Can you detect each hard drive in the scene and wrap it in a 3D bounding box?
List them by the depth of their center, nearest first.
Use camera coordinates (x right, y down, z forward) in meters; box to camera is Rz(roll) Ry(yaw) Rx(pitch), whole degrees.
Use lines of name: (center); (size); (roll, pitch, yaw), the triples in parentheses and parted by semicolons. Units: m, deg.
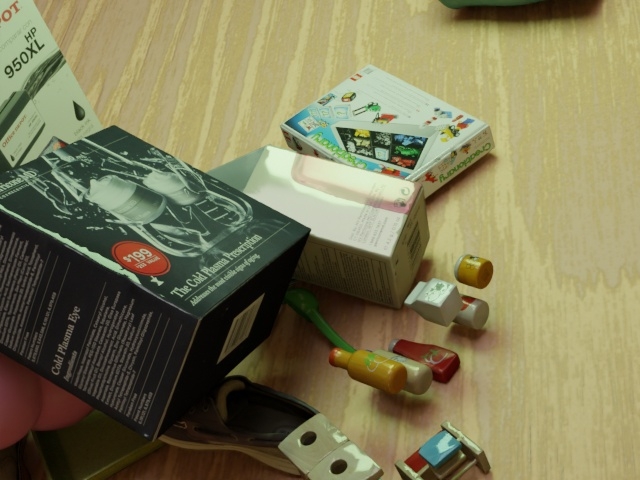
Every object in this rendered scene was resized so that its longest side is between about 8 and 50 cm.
hard drive: (-0.128, -0.099, 2.056); (0.135, 0.022, 0.094); (-24, 39, -1)

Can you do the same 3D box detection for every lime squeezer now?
lime squeezer: (-0.067, 0.118, 1.770); (0.310, 0.059, 0.110); (1, 75, 25)

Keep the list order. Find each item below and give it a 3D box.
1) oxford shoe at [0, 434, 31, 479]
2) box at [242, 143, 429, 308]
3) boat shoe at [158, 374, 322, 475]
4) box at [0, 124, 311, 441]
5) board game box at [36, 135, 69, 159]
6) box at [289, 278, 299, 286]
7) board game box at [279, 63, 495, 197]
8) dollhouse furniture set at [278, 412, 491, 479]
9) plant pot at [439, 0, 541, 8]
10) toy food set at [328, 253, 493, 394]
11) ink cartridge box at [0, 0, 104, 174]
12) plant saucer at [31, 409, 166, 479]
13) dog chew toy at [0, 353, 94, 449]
oxford shoe: (-0.474, 0.251, 1.742); (0.123, 0.130, 0.348); (-29, 39, -6)
box: (0.018, -0.019, 1.736); (0.232, 0.148, 0.127); (16, 64, 18)
boat shoe: (-0.114, 0.213, 1.599); (0.285, 0.092, 0.103); (14, 47, 20)
box: (-0.231, 0.035, 1.555); (0.312, 0.179, 0.343); (27, 25, 11)
board game box: (-0.465, 0.027, 1.828); (0.056, 0.208, 0.347); (32, 47, -6)
box: (0.000, 0.000, 1.855); (0.169, 0.054, 0.059); (-30, 40, -6)
board game box: (0.097, -0.162, 1.973); (0.193, 0.053, 0.305); (-36, 40, -16)
dollhouse furniture set: (0.074, 0.250, 1.474); (0.184, 0.129, 0.129); (-37, 41, -15)
plant pot: (0.305, -0.512, 2.141); (0.255, 0.271, 0.271); (-14, 38, 33)
toy food set: (0.122, 0.110, 1.623); (0.104, 0.111, 0.232); (17, 56, 38)
ink cartridge box: (-0.545, -0.203, 2.085); (0.166, 0.395, 0.285); (13, 52, 37)
plant saucer: (-0.287, 0.250, 1.719); (0.188, 0.045, 0.188); (-29, 39, -7)
dog chew toy: (-0.417, 0.172, 1.616); (0.207, 0.206, 0.332); (14, 27, 37)
